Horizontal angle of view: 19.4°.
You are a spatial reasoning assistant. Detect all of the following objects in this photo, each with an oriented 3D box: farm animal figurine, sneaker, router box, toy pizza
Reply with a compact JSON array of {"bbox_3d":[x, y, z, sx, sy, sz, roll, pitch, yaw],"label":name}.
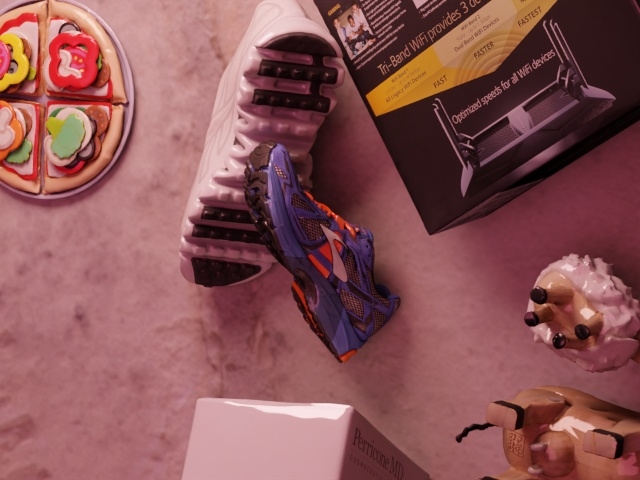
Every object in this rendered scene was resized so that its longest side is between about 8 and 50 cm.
[{"bbox_3d":[0.274,0.216,1.562,0.327,0.172,0.330,33,114,31],"label":"farm animal figurine"},{"bbox_3d":[0.000,0.000,1.676,0.087,0.083,0.221,-32,118,-9],"label":"sneaker"},{"bbox_3d":[0.155,-0.177,1.564,0.309,0.081,0.243,-33,79,46],"label":"router box"},{"bbox_3d":[-0.275,-0.140,1.840,0.201,0.032,0.201,2,94,23],"label":"toy pizza"},{"bbox_3d":[-0.060,-0.087,1.721,0.118,0.110,0.292,-112,39,-53],"label":"sneaker"}]

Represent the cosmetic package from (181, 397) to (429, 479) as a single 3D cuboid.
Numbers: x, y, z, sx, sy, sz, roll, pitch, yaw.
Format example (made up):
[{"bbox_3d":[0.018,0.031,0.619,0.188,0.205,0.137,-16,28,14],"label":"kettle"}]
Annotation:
[{"bbox_3d":[-0.035,0.346,1.596,0.156,0.217,0.385,3,71,24],"label":"cosmetic package"}]
